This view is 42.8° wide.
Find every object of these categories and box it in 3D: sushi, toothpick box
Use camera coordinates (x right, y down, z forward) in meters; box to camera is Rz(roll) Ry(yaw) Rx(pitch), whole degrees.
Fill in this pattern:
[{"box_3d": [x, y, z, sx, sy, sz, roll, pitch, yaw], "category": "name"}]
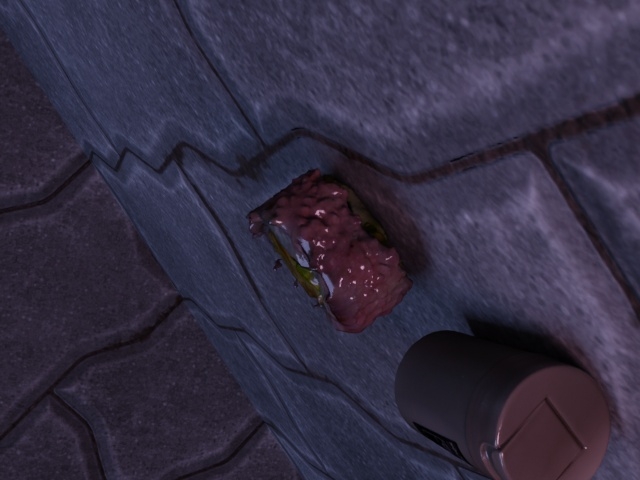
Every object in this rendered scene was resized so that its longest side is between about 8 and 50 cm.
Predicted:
[{"box_3d": [0.012, 0.015, 0.841, 0.161, 0.107, 0.241, 53, 171, 4], "category": "sushi"}, {"box_3d": [0.151, 0.144, 0.710, 0.111, 0.111, 0.180, 59, 164, -14], "category": "toothpick box"}]
